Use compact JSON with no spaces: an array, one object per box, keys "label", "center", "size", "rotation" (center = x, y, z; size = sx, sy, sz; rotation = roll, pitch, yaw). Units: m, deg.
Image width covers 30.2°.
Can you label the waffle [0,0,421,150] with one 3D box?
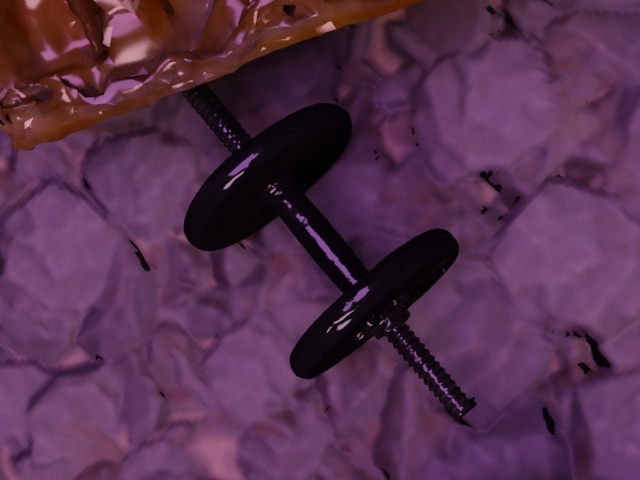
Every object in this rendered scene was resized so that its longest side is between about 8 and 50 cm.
[{"label":"waffle","center":[-0.057,-0.201,0.341],"size":[0.212,0.091,0.308],"rotation":[-16,109,11]}]

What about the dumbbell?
[{"label":"dumbbell","center":[0.000,0.000,0.391],"size":[0.069,0.069,0.147],"rotation":[-43,78,12]}]
